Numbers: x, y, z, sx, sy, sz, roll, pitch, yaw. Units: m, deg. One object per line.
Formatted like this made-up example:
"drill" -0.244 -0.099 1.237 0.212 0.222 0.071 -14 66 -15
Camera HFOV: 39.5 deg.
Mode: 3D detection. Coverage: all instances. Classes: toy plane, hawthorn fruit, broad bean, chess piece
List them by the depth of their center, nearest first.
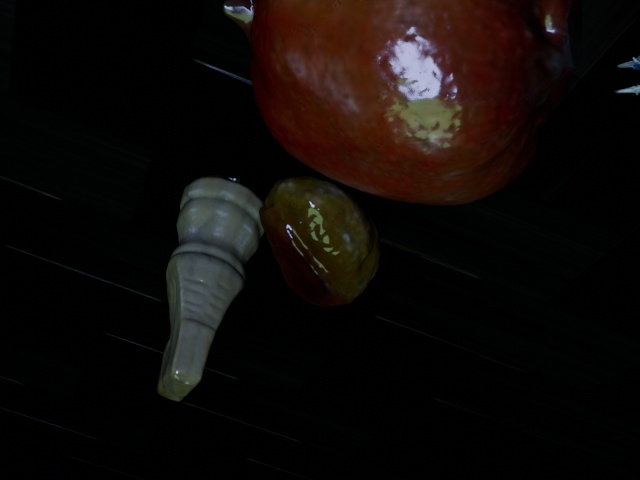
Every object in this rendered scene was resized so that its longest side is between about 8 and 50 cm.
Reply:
"hawthorn fruit" 0.083 -0.164 0.801 0.311 0.295 0.295 -15 136 38
"toy plane" 0.343 -0.165 0.915 0.084 0.024 0.078 28 139 -30
"chess piece" -0.157 0.068 1.186 0.137 0.301 0.137 7 146 5
"broad bean" 0.000 -0.003 1.188 0.156 0.122 0.228 25 148 32
